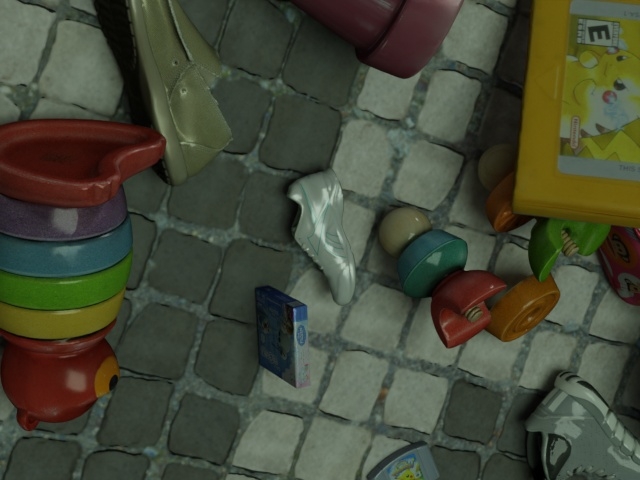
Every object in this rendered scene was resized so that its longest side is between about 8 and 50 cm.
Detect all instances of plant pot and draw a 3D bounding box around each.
[{"bbox_3d":[0.043,-0.286,1.524,0.180,0.201,0.201,22,92,-13],"label":"plant pot"}]

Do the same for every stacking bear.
[{"bbox_3d":[-0.252,0.042,1.468,0.164,0.175,0.289,11,114,14],"label":"stacking bear"}]

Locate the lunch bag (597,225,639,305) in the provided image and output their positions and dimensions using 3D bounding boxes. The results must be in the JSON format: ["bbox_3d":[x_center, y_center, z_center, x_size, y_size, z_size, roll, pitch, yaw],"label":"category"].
[{"bbox_3d":[0.434,-0.079,1.811,0.258,0.120,0.293,-38,118,-18],"label":"lunch bag"}]

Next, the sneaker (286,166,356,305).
[{"bbox_3d":[0.000,0.000,1.647,0.061,0.054,0.152,-15,103,-13],"label":"sneaker"}]

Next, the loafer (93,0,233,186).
[{"bbox_3d":[-0.151,-0.187,1.497,0.092,0.102,0.268,-23,121,-22],"label":"loafer"}]

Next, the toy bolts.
[{"bbox_3d":[0.172,0.014,1.716,0.228,0.158,0.218,-25,153,-30],"label":"toy bolts"}]

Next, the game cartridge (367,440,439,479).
[{"bbox_3d":[0.097,0.272,1.779,0.083,0.017,0.056,-30,110,-18],"label":"game cartridge"}]

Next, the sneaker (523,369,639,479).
[{"bbox_3d":[0.327,0.275,1.867,0.132,0.086,0.228,-45,108,-5],"label":"sneaker"}]

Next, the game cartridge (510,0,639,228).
[{"bbox_3d":[0.379,-0.148,1.645,0.324,0.052,0.285,6,71,6],"label":"game cartridge"}]

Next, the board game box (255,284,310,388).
[{"bbox_3d":[-0.040,0.102,1.624,0.020,0.090,0.090,-11,107,-26],"label":"board game box"}]
